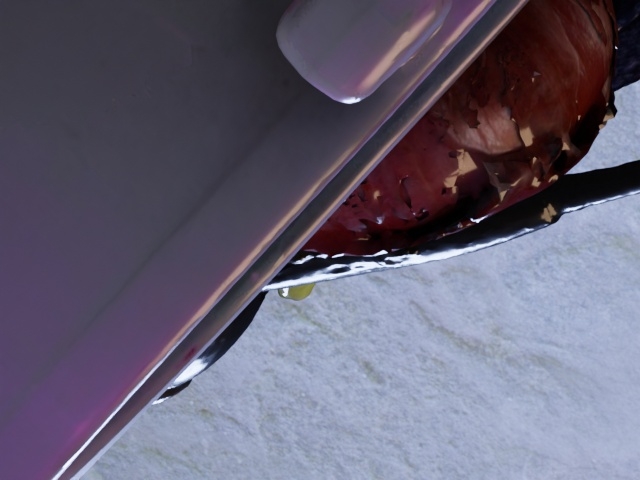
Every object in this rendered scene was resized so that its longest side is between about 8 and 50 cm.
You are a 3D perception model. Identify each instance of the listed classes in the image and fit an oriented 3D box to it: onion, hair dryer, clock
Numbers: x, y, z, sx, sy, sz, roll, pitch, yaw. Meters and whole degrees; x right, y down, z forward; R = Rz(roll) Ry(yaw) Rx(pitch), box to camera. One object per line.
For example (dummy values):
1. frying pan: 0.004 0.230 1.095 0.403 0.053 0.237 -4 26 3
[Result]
1. onion: 0.022 -0.082 0.760 0.184 0.184 0.147 -47 139 -21
2. hair dryer: 0.000 0.000 0.851 0.359 0.120 0.303 -13 -177 21
3. clock: -0.013 -0.066 0.534 0.338 0.102 0.338 -47 180 0

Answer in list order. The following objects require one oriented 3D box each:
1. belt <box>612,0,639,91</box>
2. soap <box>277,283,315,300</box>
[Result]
1. belt: 0.109 -0.145 1.000 0.230 0.140 0.126 -20 -163 18
2. soap: 0.095 -0.166 1.213 0.427 0.115 0.306 -45 -168 10
